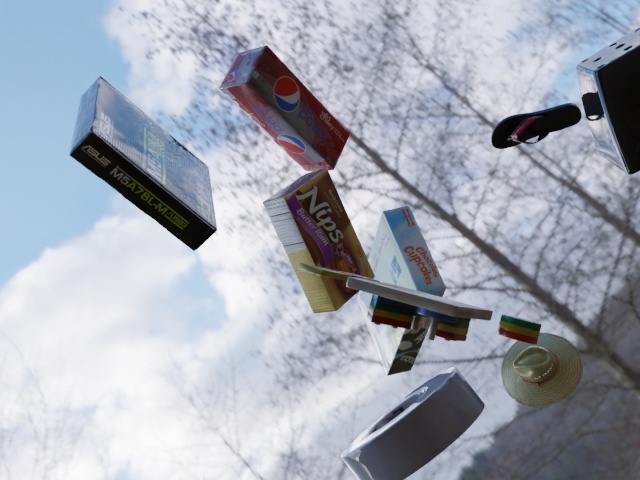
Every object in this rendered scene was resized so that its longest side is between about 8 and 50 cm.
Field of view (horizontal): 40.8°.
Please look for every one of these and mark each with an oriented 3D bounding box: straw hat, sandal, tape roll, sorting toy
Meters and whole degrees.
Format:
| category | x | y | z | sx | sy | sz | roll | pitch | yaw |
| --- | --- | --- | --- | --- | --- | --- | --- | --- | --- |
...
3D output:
| category | x | y | z | sx | sy | sz | roll | pitch | yaw |
| --- | --- | --- | --- | --- | --- | --- | --- | --- | --- |
| straw hat | 0.365 | 0.209 | 1.464 | 0.144 | 0.144 | 0.061 | -47 | -40 | 4 |
| sandal | 0.410 | -0.215 | 1.651 | 0.179 | 0.040 | 0.067 | -17 | -48 | 27 |
| tape roll | 0.137 | 0.282 | 1.285 | 0.219 | 0.072 | 0.219 | -37 | -7 | -5 |
| sorting toy | 0.103 | 0.080 | 0.985 | 0.132 | 0.275 | 0.046 | 14 | -90 | -62 |

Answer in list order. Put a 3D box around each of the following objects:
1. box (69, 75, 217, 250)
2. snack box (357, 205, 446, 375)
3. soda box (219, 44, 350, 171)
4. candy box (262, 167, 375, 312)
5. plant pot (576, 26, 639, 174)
| category | x | y | z | sx | sy | sz | roll | pitch | yaw |
| --- | --- | --- | --- | --- | --- | --- | --- | --- | --- |
| box | -0.208 | -0.095 | 1.026 | 0.045 | 0.190 | 0.184 | -41 | -62 | 12 |
| snack box | 0.147 | 0.103 | 1.646 | 0.060 | 0.187 | 0.322 | -12 | -32 | -15 |
| soda box | -0.062 | -0.240 | 1.609 | 0.263 | 0.083 | 0.092 | 43 | -120 | -37 |
| candy box | 0.000 | 0.000 | 1.272 | 0.109 | 0.053 | 0.186 | -37 | -71 | -44 |
| plant pot | 0.513 | -0.237 | 1.366 | 0.188 | 0.167 | 0.187 | -29 | 14 | 10 |
